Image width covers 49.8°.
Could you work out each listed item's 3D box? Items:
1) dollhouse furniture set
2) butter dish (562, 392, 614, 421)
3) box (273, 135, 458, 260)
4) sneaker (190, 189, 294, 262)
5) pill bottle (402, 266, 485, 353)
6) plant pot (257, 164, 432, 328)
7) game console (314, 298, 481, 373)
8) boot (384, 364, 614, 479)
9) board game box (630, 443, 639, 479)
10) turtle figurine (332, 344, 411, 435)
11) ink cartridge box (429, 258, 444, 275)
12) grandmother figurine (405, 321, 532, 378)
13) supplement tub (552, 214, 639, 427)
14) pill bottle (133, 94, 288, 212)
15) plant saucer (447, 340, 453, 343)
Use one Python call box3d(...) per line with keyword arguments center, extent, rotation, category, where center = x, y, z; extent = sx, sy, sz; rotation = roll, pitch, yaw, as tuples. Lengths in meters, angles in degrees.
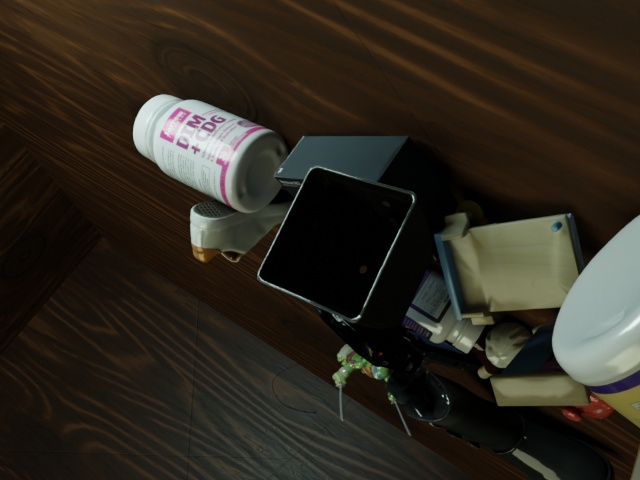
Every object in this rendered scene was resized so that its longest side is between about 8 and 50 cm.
box3d(center=(0.361, 0.059, 1.007), extent=(0.286, 0.198, 0.304), rotation=(-11, 101, 38), category="dollhouse furniture set")
box3d(center=(0.470, 0.267, 1.229), extent=(0.159, 0.118, 0.160), rotation=(30, 161, 21), category="butter dish")
box3d(center=(0.074, -0.076, 1.130), extent=(0.261, 0.103, 0.184), rotation=(11, 153, 51), category="box")
box3d(center=(-0.152, -0.031, 1.380), extent=(0.105, 0.290, 0.123), rotation=(26, 118, 32), category="sneaker")
box3d(center=(0.183, 0.105, 1.163), extent=(0.193, 0.108, 0.108), rotation=(32, 161, 11), category="pill bottle")
box3d(center=(0.057, 0.028, 0.997), extent=(0.187, 0.188, 0.167), rotation=(20, 169, 37), category="plant pot")
box3d(center=(0.136, 0.160, 1.191), extent=(0.361, 0.044, 0.213), rotation=(21, -166, -41), category="game console")
box3d(center=(0.408, 0.432, 1.584), extent=(0.445, 0.146, 0.367), rotation=(36, 165, -33), category="boot")
box3d(center=(0.657, 0.516, 1.210), extent=(0.064, 0.317, 0.242), rotation=(10, -174, -45), category="board game box")
box3d(center=(0.128, 0.420, 2.042), extent=(0.266, 0.197, 0.275), rotation=(-150, 52, -80), category="turtle figurine")
box3d(center=(0.220, 0.057, 1.256), extent=(0.109, 0.062, 0.209), rotation=(27, 160, 24), category="ink cartridge box")
box3d(center=(0.303, 0.208, 1.433), extent=(0.207, 0.104, 0.342), rotation=(35, 160, -20), category="grandmother figurine")
box3d(center=(0.453, 0.135, 0.741), extent=(0.331, 0.241, 0.241), rotation=(37, 162, 0), category="supplement tub")
box3d(center=(-0.214, -0.174, 1.319), extent=(0.283, 0.160, 0.160), rotation=(26, 159, 29), category="pill bottle")
box3d(center=(0.205, 0.134, 1.314), extent=(0.200, 0.037, 0.200), rotation=(32, 163, 11), category="plant saucer")
